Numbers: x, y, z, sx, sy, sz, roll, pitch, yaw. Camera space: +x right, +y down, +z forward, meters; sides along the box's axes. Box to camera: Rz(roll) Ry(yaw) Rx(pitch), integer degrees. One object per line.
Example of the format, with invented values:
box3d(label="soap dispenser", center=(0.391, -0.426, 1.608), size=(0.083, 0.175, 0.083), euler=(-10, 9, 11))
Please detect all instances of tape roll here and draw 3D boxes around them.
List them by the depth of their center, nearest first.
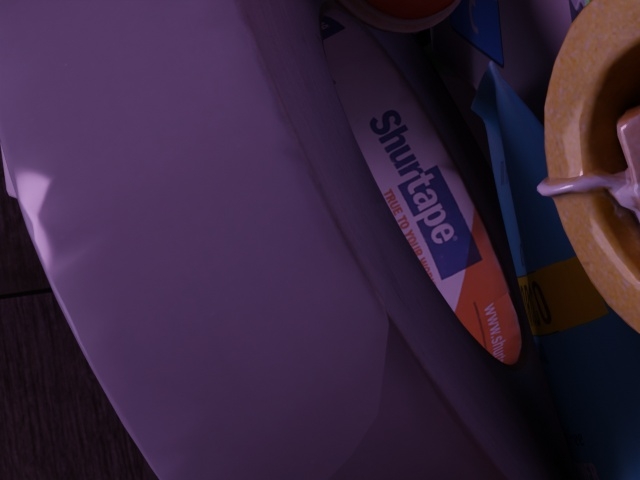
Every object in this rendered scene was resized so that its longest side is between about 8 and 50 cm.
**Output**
box3d(label="tape roll", center=(0.000, 0.000, 0.543), size=(0.219, 0.072, 0.219), euler=(54, -163, -25))

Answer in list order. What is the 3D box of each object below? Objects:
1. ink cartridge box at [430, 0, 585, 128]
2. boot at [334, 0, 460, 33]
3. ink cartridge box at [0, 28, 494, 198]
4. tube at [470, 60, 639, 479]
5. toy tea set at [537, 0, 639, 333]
box3d(label="ink cartridge box", center=(0.082, -0.142, 0.466), size=(0.296, 0.066, 0.261), euler=(-125, 27, -69))
box3d(label="boot", center=(0.020, -0.126, 0.478), size=(0.084, 0.059, 0.158), euler=(-141, 43, -68))
box3d(label="ink cartridge box", center=(-0.030, -0.135, 0.719), size=(0.201, 0.117, 0.278), euler=(18, 123, 40))
box3d(label="tube", center=(0.086, 0.052, 0.500), size=(0.080, 0.052, 0.207), euler=(120, 126, -84))
box3d(label="toy tea set", center=(0.082, 0.056, 0.287), size=(0.200, 0.124, 0.336), euler=(19, 120, 47))
